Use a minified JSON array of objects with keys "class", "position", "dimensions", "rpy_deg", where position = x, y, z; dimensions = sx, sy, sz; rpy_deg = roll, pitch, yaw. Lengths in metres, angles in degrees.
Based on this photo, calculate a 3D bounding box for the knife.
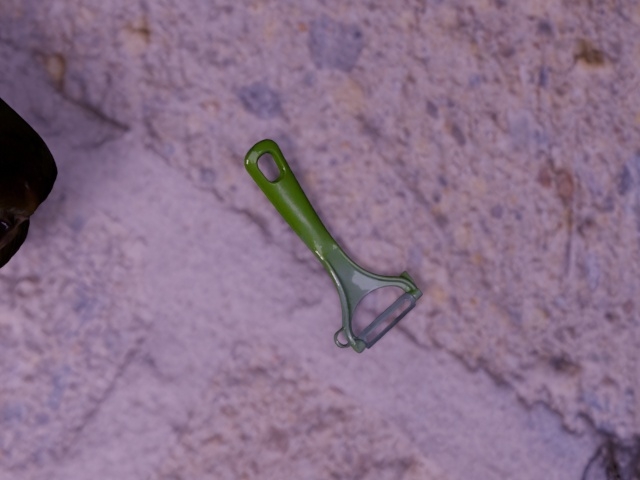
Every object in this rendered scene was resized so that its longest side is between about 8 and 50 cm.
[{"class":"knife","position":[-0.001,0.001,0.831],"dimensions":[0.078,0.022,0.166],"rpy_deg":[-42,98,-26]}]

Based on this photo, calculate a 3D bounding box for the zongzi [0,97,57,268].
[{"class":"zongzi","position":[-0.352,-0.020,0.672],"dimensions":[0.289,0.154,0.317],"rpy_deg":[44,91,-12]}]
